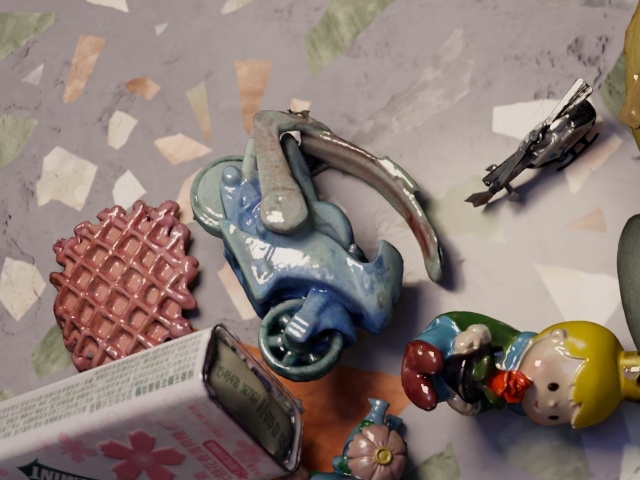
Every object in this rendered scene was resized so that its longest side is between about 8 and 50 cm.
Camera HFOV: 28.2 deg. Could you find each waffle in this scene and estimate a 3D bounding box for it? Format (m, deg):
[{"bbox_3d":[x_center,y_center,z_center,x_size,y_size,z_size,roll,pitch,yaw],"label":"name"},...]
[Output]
[{"bbox_3d":[-0.252,0.063,1.630,0.221,0.055,0.234,-16,69,20],"label":"waffle"}]

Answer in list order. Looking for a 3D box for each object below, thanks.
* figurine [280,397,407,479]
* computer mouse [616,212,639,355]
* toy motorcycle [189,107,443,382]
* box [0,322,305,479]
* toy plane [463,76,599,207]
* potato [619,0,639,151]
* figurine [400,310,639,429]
[{"bbox_3d":[0.036,0.269,1.419,0.144,0.114,0.178,-2,60,48],"label":"figurine"},{"bbox_3d":[0.395,0.138,1.216,0.114,0.203,0.374,-36,69,1],"label":"computer mouse"},{"bbox_3d":[-0.004,-0.010,1.464,0.241,0.182,0.319,-35,62,12],"label":"toy motorcycle"},{"bbox_3d":[-0.211,0.224,1.462,0.369,0.190,0.112,-21,39,25],"label":"box"},{"bbox_3d":[0.244,-0.103,1.440,0.197,0.078,0.053,-44,63,24],"label":"toy plane"},{"bbox_3d":[0.471,-0.093,1.172,0.442,0.385,0.319,48,126,42],"label":"potato"},{"bbox_3d":[0.217,0.139,1.324,0.234,0.185,0.127,18,102,30],"label":"figurine"}]
